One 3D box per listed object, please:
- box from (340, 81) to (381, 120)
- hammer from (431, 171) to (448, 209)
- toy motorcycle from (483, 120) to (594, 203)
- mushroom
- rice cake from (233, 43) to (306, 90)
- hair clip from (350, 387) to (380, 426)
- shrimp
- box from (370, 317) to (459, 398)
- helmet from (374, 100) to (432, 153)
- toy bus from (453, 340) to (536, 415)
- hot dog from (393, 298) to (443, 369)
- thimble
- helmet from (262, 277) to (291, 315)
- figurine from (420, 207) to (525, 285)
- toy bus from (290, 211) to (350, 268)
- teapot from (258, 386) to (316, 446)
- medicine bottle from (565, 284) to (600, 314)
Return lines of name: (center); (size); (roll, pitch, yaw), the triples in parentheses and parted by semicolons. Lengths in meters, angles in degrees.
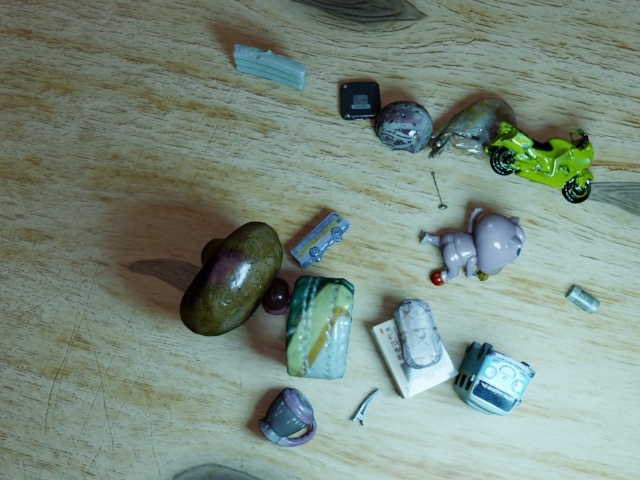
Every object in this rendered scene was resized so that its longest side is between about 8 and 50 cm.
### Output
box: (0.125, -0.438, 1.822); (0.126, 0.027, 0.125); (-3, 77, 0)
hammer: (0.356, -0.150, 1.764); (0.029, 0.014, 0.123); (-11, 75, -10)
toy motorcycle: (0.662, -0.249, 1.705); (0.342, 0.142, 0.206); (18, 84, -9)
mushroom: (-0.232, 0.103, 1.560); (0.239, 0.345, 0.345); (11, 78, 2)
rice cake: (-0.156, -0.535, 1.798); (0.237, 0.127, 0.043); (19, 77, 4)
hair clip: (0.132, 0.464, 1.627); (0.039, 0.030, 0.115); (38, 83, -11)
shrimp: (0.460, -0.316, 1.768); (0.317, 0.077, 0.168); (-35, 82, -9)
box: (0.257, 0.309, 1.625); (0.168, 0.095, 0.212); (-24, 78, -2)
helmet: (0.258, -0.351, 1.753); (0.177, 0.107, 0.153); (13, 81, -6)
toy bus: (0.439, 0.365, 1.520); (0.133, 0.271, 0.165); (27, 83, 7)
hot dog: (0.262, 0.247, 1.560); (0.108, 0.059, 0.191); (-16, 81, 13)
thimble: (-0.002, 0.239, 1.566); (0.167, 0.254, 0.288); (7, 104, 6)
helmet: (-0.129, 0.158, 1.681); (0.089, 0.057, 0.111); (-1, 78, -2)
figurine: (0.442, 0.024, 1.673); (0.287, 0.186, 0.176); (-19, 38, 17)
toy bus: (0.000, 0.000, 1.714); (0.190, 0.064, 0.075); (-45, 69, -8)
teapot: (-0.091, 0.489, 1.598); (0.146, 0.148, 0.116); (-42, 44, 4)
medicine bottle: (0.749, 0.170, 1.669); (0.083, 0.047, 0.047); (36, 81, 8)
